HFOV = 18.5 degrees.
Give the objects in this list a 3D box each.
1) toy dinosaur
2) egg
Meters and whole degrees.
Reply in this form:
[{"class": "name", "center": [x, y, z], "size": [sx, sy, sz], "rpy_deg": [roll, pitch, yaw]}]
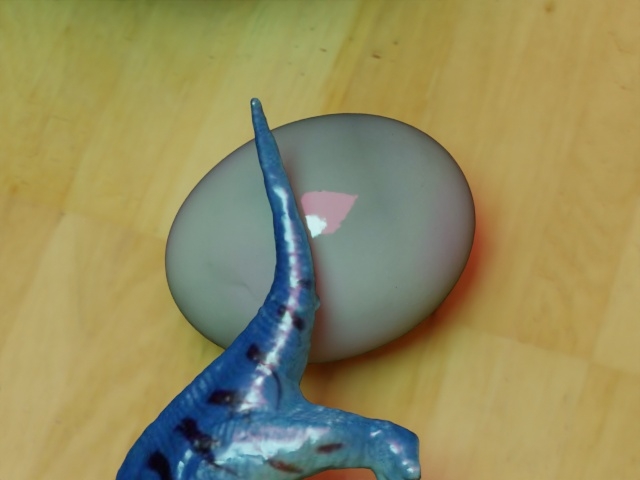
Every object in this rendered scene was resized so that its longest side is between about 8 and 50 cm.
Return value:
[{"class": "toy dinosaur", "center": [-0.029, 0.122, 0.773], "size": [0.144, 0.076, 0.329], "rpy_deg": [24, 95, -5]}, {"class": "egg", "center": [0.000, 0.000, 0.833], "size": [0.135, 0.103, 0.103], "rpy_deg": [-20, 64, -3]}]
